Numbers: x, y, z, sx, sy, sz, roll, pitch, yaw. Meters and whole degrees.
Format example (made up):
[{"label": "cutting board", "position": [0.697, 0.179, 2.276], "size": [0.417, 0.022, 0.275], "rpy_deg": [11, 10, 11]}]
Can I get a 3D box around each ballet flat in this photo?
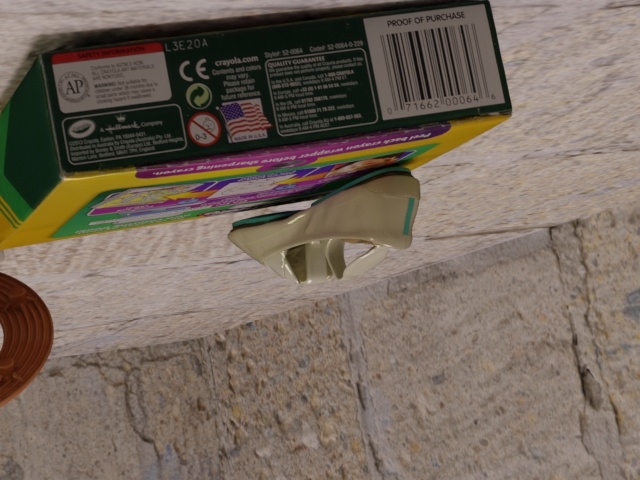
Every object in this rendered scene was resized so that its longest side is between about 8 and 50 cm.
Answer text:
[{"label": "ballet flat", "position": [0.000, 0.000, 1.535], "size": [0.086, 0.086, 0.248], "rpy_deg": [-6, 173, -35]}]

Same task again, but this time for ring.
[{"label": "ring", "position": [-0.483, 0.118, 2.066], "size": [0.336, 0.032, 0.337], "rpy_deg": [-2, -147, 1]}]

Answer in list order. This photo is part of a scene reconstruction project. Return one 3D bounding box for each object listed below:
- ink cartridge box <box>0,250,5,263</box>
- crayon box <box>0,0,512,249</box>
[{"label": "ink cartridge box", "position": [-0.387, -0.012, 1.552], "size": [0.198, 0.115, 0.067], "rpy_deg": [-8, 172, -17]}, {"label": "crayon box", "position": [-0.075, -0.090, 1.443], "size": [0.362, 0.106, 0.313], "rpy_deg": [-9, 175, -21]}]
